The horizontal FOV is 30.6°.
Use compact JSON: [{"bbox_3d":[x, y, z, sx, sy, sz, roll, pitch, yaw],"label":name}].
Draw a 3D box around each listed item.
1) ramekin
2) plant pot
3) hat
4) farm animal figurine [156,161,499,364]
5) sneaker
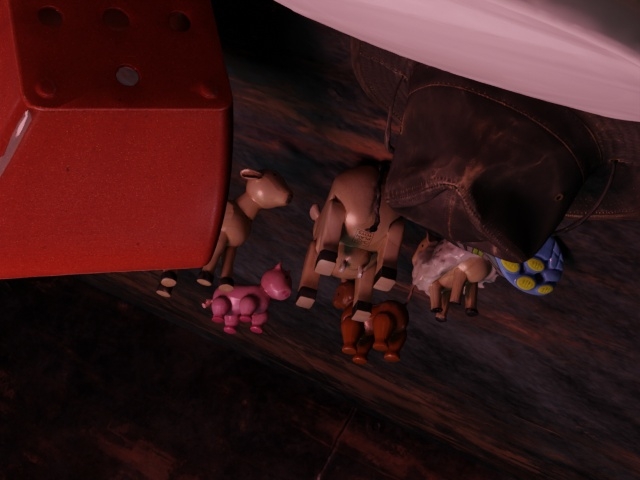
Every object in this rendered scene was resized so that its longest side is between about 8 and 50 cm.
[{"bbox_3d":[0.093,-0.163,0.618,0.272,0.127,0.273,19,-177,-1],"label":"ramekin"},{"bbox_3d":[-0.213,-0.138,1.078,0.267,0.267,0.236,-3,155,-26],"label":"plant pot"},{"bbox_3d":[0.130,-0.064,0.981,0.331,0.134,0.331,30,165,9],"label":"hat"},{"bbox_3d":[0.000,0.000,1.369,0.330,0.172,0.326,23,150,-23],"label":"farm animal figurine"},{"bbox_3d":[0.175,-0.010,1.221,0.188,0.067,0.078,32,-174,-10],"label":"sneaker"}]
